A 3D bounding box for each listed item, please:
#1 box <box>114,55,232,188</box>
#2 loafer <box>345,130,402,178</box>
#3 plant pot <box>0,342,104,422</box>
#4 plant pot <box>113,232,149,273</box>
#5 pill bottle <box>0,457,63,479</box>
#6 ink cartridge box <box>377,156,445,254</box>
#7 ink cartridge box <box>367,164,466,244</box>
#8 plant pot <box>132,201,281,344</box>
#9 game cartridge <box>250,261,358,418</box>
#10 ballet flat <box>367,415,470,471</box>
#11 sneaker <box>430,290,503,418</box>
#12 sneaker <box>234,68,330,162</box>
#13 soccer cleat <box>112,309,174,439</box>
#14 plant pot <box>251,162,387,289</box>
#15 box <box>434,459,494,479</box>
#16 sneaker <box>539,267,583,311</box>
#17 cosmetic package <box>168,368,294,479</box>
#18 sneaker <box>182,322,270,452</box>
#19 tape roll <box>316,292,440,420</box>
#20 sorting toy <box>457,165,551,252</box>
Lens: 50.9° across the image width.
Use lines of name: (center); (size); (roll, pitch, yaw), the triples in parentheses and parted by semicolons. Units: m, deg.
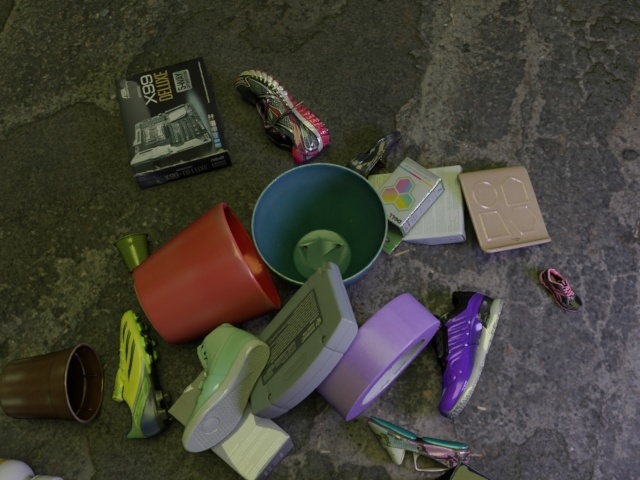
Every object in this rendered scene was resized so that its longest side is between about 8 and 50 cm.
box: (-0.381, -0.306, 1.731); (0.242, 0.076, 0.308); (-15, 67, -4)
loafer: (0.143, -0.209, 1.684); (0.170, 0.062, 0.061); (-39, 83, -6)
plant pot: (-0.575, 0.310, 1.429); (0.165, 0.167, 0.167); (-7, 66, 7)
plant pot: (-0.436, 0.034, 1.589); (0.083, 0.083, 0.079); (-20, 79, -7)
pill bottle: (-0.688, 0.520, 1.318); (0.333, 0.188, 0.188); (5, 66, 5)
ink cartridge box: (0.184, -0.083, 1.587); (0.109, 0.062, 0.209); (38, 84, 30)
ink cartridge box: (0.233, -0.081, 1.635); (0.232, 0.066, 0.189); (-7, 65, 22)
plant pot: (-0.254, 0.087, 1.466); (0.243, 0.275, 0.275); (-28, 68, 1)
game cartridge: (-0.042, 0.206, 1.321); (0.297, 0.062, 0.198); (-49, 37, 24)
ballet flat: (0.196, 0.433, 1.392); (0.221, 0.077, 0.079); (15, 87, 8)
sneaker: (0.286, 0.236, 1.462); (0.146, 0.102, 0.293); (20, 64, 15)
sneaker: (-0.114, -0.321, 1.705); (0.299, 0.121, 0.112); (42, 76, 18)
soccer cleat: (-0.408, 0.289, 1.463); (0.121, 0.093, 0.289); (-21, 66, 0)
plant pot: (0.000, 0.000, 1.517); (0.290, 0.195, 0.290); (-1, 66, 2)
box: (0.333, 0.574, 1.188); (0.343, 0.312, 0.179); (29, 71, 15)
sneaker: (0.549, 0.109, 1.524); (0.047, 0.057, 0.119); (-37, 71, -15)
cosmetic package: (-0.186, 0.390, 1.405); (0.238, 0.107, 0.127); (37, 71, 19)
sneaker: (-0.216, 0.292, 1.364); (0.151, 0.094, 0.256); (25, 80, 47)
tape roll: (0.118, 0.236, 1.365); (0.275, 0.275, 0.090); (-42, 72, -15)
sorting toy: (0.432, -0.075, 1.595); (0.192, 0.038, 0.208); (-9, 72, -21)
